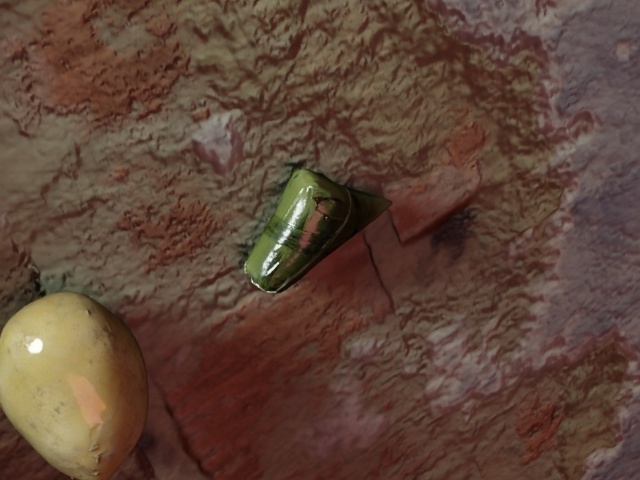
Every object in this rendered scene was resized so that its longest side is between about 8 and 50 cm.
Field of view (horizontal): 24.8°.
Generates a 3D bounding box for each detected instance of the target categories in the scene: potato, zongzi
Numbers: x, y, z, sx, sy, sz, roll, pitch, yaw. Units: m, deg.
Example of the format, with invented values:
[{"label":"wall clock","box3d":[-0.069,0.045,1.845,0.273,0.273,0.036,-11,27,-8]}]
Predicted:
[{"label":"potato","box3d":[-0.181,0.107,1.089,0.112,0.112,0.147,-25,119,-20]},{"label":"zongzi","box3d":[0.000,0.000,1.188,0.113,0.052,0.104,13,115,-51]}]
